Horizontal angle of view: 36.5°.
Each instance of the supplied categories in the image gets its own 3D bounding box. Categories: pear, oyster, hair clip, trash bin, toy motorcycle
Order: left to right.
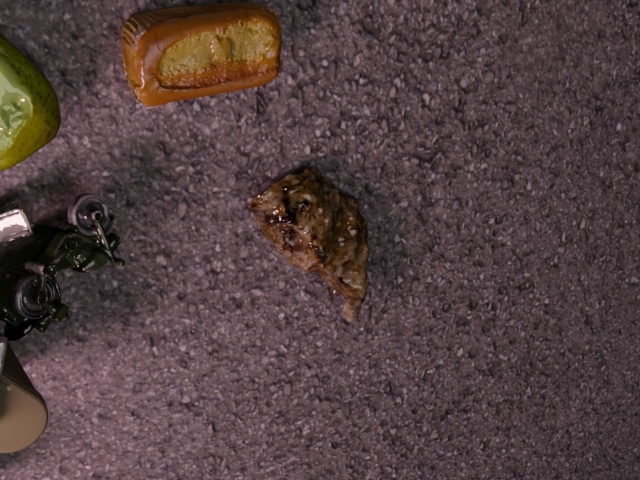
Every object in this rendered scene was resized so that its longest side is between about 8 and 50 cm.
[{"bbox_3d":[-0.595,-0.010,1.625,0.218,0.071,0.159,-26,106,-6],"label":"hair clip"},{"bbox_3d":[-0.594,0.218,1.631,0.121,0.247,0.243,-48,130,-4],"label":"trash bin"},{"bbox_3d":[-0.540,-0.200,1.525,0.292,0.159,0.292,-17,122,-30],"label":"pear"},{"bbox_3d":[-0.471,0.045,1.678,0.127,0.205,0.275,47,64,-36],"label":"toy motorcycle"},{"bbox_3d":[0.024,-0.010,2.027,0.204,0.111,0.396,-47,126,-9],"label":"oyster"}]

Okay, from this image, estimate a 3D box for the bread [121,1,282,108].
[{"bbox_3d":[-0.207,-0.333,1.706,0.288,0.119,0.153,-15,124,-27],"label":"bread"}]

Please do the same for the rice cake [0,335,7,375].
[{"bbox_3d":[-0.585,0.233,1.465,0.198,0.037,0.189,3,111,-33],"label":"rice cake"}]
